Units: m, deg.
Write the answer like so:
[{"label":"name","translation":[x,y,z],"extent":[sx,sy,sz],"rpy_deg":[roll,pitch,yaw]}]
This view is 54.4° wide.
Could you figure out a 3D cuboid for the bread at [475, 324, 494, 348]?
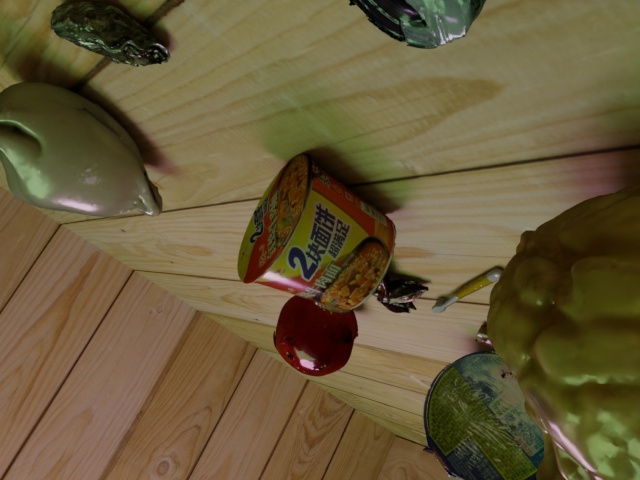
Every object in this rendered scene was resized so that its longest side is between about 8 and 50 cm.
[{"label":"bread","translation":[0.342,0.190,1.195],"extent":[0.083,0.036,0.047],"rpy_deg":[22,153,23]}]

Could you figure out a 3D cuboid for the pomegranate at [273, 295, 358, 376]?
[{"label":"pomegranate","translation":[-0.008,0.222,1.523],"extent":[0.210,0.210,0.235],"rpy_deg":[26,-166,6]}]

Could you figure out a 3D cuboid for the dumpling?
[{"label":"dumpling","translation":[-0.477,-0.182,1.195],"extent":[0.395,0.233,0.316],"rpy_deg":[24,-161,-35]}]

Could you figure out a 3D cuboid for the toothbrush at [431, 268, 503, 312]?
[{"label":"toothbrush","translation":[0.250,0.088,1.079],"extent":[0.021,0.024,0.288],"rpy_deg":[26,160,-2]}]

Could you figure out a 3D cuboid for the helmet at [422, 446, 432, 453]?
[{"label":"helmet","translation":[0.507,0.647,1.922],"extent":[0.338,0.197,0.271],"rpy_deg":[22,169,37]}]

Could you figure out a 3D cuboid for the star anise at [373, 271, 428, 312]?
[{"label":"star anise","translation":[0.131,0.090,1.193],"extent":[0.212,0.054,0.157],"rpy_deg":[38,163,-18]}]

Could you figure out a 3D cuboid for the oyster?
[{"label":"oyster","translation":[-0.282,-0.272,0.821],"extent":[0.177,0.064,0.125],"rpy_deg":[20,177,-7]}]

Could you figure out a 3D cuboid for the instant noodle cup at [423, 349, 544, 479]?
[{"label":"instant noodle cup","translation":[0.378,0.403,1.390],"extent":[0.284,0.284,0.312],"rpy_deg":[22,169,18]}]

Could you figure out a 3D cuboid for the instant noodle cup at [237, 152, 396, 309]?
[{"label":"instant noodle cup","translation":[0.000,0.000,0.937],"extent":[0.174,0.213,0.213],"rpy_deg":[26,164,-22]}]

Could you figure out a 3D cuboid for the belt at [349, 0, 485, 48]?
[{"label":"belt","translation":[0.068,-0.213,0.477],"extent":[0.140,0.058,0.105],"rpy_deg":[39,153,-20]}]

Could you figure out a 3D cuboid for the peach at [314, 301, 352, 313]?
[{"label":"peach","translation":[0.011,0.056,1.208],"extent":[0.189,0.068,0.279],"rpy_deg":[41,160,17]}]

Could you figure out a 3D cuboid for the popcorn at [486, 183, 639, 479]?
[{"label":"popcorn","translation":[0.350,0.129,0.557],"extent":[0.353,0.344,0.390],"rpy_deg":[-4,113,41]}]
